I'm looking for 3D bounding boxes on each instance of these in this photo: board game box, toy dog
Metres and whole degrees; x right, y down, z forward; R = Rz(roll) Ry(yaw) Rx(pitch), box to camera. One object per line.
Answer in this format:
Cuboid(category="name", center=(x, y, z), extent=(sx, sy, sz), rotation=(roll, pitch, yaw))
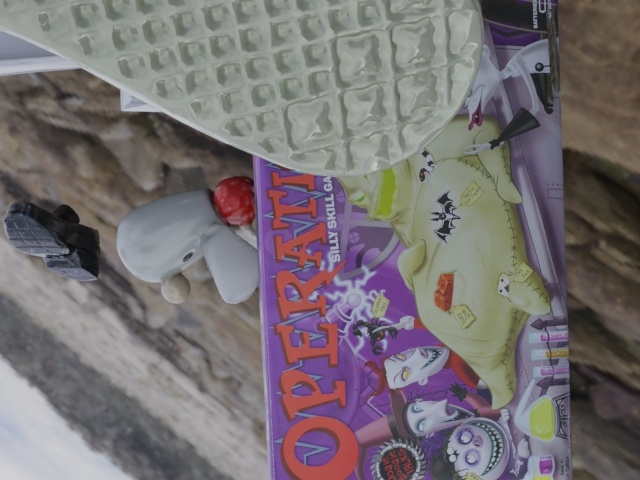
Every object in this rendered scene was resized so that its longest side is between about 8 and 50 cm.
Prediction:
Cuboid(category="board game box", center=(0.060, -0.003, 0.717), extent=(0.208, 0.347, 0.056), rotation=(-3, -177, -4))
Cuboid(category="toy dog", center=(0.000, 0.000, 0.933), extent=(0.334, 0.220, 0.161), rotation=(-20, 85, 36))

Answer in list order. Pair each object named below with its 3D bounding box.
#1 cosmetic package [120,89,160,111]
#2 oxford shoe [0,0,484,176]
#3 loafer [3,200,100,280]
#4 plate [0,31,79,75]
Cuboid(category="cosmetic package", center=(-0.196, -0.284, 1.477), extent=(0.151, 0.183, 0.151), rotation=(2, -155, -7))
Cuboid(category="oxford shoe", center=(-0.125, -0.171, 0.389), extent=(0.449, 0.169, 0.130), rotation=(30, -158, -30))
Cuboid(category="loafer", center=(-0.285, -0.011, 1.148), extent=(0.062, 0.061, 0.170), rotation=(3, 160, 12))
Cuboid(category="plate", center=(-0.226, -0.196, 0.721), extent=(0.278, 0.277, 0.045), rotation=(-4, 144, 14))
